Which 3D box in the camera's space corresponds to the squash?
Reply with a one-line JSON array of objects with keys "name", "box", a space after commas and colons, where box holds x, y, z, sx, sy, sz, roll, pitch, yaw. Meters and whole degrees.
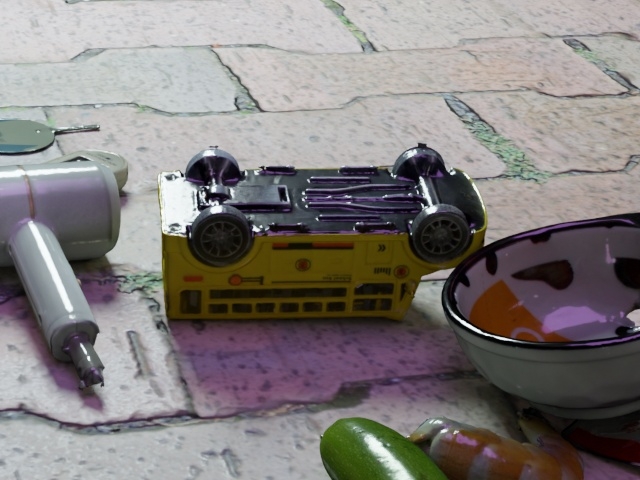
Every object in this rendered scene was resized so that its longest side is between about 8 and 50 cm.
[{"name": "squash", "box": [0.077, 0.223, 1.385, 0.082, 0.082, 0.292, -5, 27, -21]}]

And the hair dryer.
[{"name": "hair dryer", "box": [-0.258, 0.043, 1.714, 0.173, 0.108, 0.357, -6, 37, -22]}]

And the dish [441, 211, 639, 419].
[{"name": "dish", "box": [0.260, 0.084, 1.638, 0.303, 0.120, 0.303, -8, 23, 3]}]

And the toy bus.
[{"name": "toy bus", "box": [0.000, 0.000, 1.762, 0.330, 0.152, 0.144, -1, 31, -7]}]

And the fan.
[{"name": "fan", "box": [-0.357, -0.134, 2.139, 0.175, 0.005, 0.113, -7, 28, -25]}]

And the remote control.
[{"name": "remote control", "box": [-0.306, -0.056, 1.945, 0.078, 0.042, 0.221, 22, 29, 32]}]

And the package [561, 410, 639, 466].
[{"name": "package", "box": [0.348, 0.157, 1.631, 0.154, 0.030, 0.239, 9, 28, 35]}]

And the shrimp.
[{"name": "shrimp", "box": [0.158, 0.175, 1.526, 0.161, 0.049, 0.166, 18, 20, 1]}]
